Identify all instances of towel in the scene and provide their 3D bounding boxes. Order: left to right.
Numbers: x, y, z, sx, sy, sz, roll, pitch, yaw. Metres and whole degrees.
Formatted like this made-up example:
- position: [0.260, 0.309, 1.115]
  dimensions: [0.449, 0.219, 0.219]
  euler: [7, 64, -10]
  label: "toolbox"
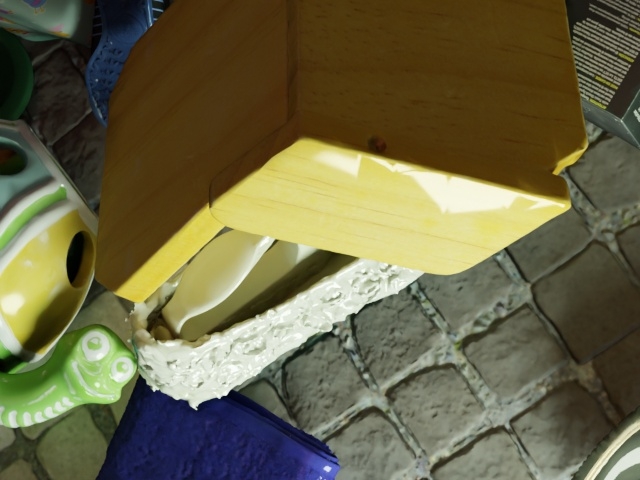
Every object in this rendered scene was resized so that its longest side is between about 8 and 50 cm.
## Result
- position: [-0.129, 0.287, 1.524]
  dimensions: [0.227, 0.076, 0.308]
  euler: [27, 91, 31]
  label: "towel"

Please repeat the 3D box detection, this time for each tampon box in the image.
- position: [0.270, -0.180, 1.429]
  dimensions: [0.101, 0.120, 0.161]
  euler: [32, 92, 22]
  label: "tampon box"

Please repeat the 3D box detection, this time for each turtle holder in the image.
- position: [-0.320, 0.020, 1.545]
  dimensions: [0.227, 0.243, 0.320]
  euler: [-36, 36, -5]
  label: "turtle holder"

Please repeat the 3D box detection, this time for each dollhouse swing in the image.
- position: [0.005, -0.101, 1.399]
  dimensions: [0.305, 0.315, 0.347]
  euler: [122, 154, -45]
  label: "dollhouse swing"

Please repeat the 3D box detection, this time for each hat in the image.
- position: [-0.418, -0.126, 1.740]
  dimensions: [0.208, 0.183, 0.173]
  euler: [-17, 68, -26]
  label: "hat"

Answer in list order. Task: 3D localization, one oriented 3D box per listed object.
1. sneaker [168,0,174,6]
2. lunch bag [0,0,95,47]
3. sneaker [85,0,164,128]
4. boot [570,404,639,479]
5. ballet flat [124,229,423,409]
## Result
- position: [-0.019, -0.275, 1.562]
  dimensions: [0.299, 0.121, 0.112]
  euler: [-24, 68, 16]
  label: "sneaker"
- position: [-0.280, -0.344, 1.617]
  dimensions: [0.160, 0.223, 0.262]
  euler: [13, 85, 33]
  label: "lunch bag"
- position: [-0.183, -0.219, 1.605]
  dimensions: [0.081, 0.090, 0.232]
  euler: [9, 126, 6]
  label: "sneaker"
- position: [0.313, 0.189, 1.370]
  dimensions: [0.198, 0.077, 0.137]
  euler: [-47, 73, 8]
  label: "boot"
- position: [0.000, 0.000, 1.455]
  dimensions: [0.409, 0.147, 0.147]
  euler: [-38, 69, 0]
  label: "ballet flat"
